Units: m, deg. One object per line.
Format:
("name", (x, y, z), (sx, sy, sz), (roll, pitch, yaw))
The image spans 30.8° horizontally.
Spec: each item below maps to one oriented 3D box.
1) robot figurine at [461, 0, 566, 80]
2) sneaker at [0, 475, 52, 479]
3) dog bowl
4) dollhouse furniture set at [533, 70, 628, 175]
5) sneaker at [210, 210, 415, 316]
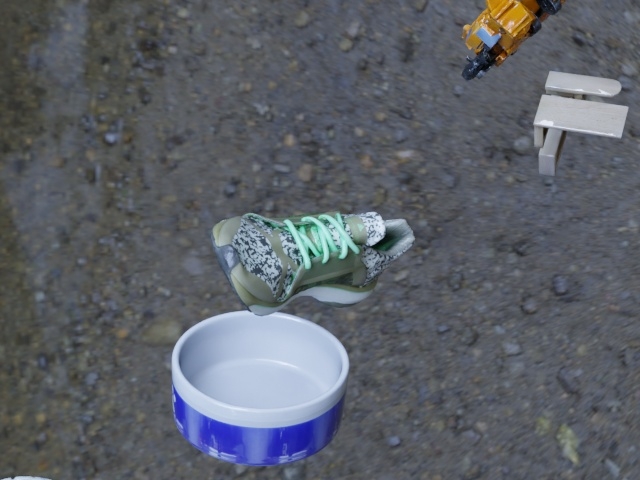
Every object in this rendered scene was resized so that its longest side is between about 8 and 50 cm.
("robot figurine", (0.289, -0.336, 1.720), (0.211, 0.291, 0.085), (-44, 90, -4))
("sneaker", (-0.230, 0.275, 1.053), (0.283, 0.122, 0.110), (-2, 88, -2))
("dog bowl", (-0.092, 0.217, 1.752), (0.265, 0.265, 0.104), (18, 122, 23))
("dollhouse furniture set", (0.394, -0.169, 1.723), (0.123, 0.151, 0.144), (11, 57, 18))
("sneaker", (0.000, 0.000, 1.698), (0.182, 0.410, 0.158), (-34, 74, 28))
